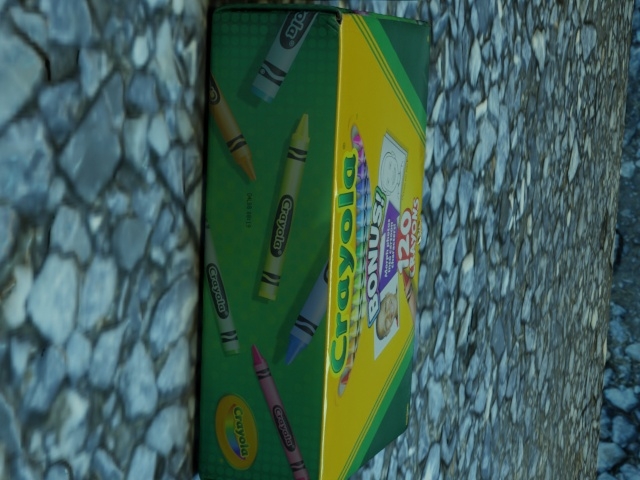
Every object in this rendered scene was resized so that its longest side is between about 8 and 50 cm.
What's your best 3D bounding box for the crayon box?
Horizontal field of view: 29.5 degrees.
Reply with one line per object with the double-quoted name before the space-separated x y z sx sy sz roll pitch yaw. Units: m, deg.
"crayon box" 0.000 0.000 0.747 0.165 0.081 0.278 -17 112 -67
